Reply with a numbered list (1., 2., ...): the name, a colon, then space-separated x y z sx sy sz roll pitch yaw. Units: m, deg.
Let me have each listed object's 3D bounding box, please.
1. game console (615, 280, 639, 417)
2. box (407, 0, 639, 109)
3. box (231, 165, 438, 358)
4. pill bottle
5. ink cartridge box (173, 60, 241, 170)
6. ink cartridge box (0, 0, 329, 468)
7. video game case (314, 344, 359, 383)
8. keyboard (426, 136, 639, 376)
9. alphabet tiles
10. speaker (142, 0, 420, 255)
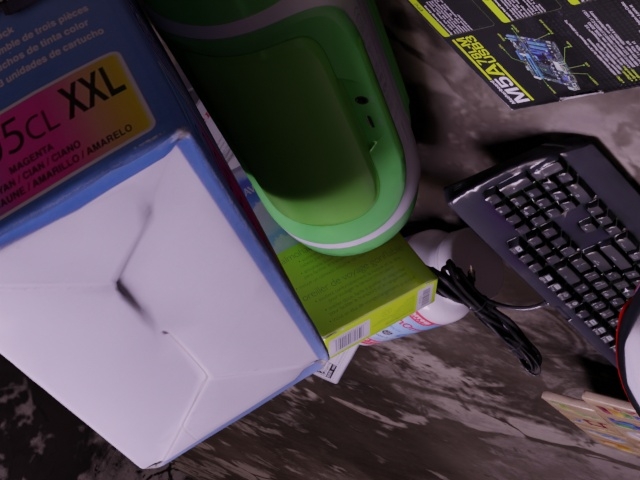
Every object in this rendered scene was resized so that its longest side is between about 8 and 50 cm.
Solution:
1. game console: 0.349 0.041 0.427 0.386 0.060 0.342 32 128 14
2. box: 0.122 -0.152 0.568 0.190 0.045 0.184 38 158 -29
3. box: 0.000 0.000 0.860 0.178 0.109 0.042 53 161 30
4. pill bottle: 0.085 0.040 0.971 0.087 0.087 0.160 37 144 -25
5. ink cartridge box: -0.094 -0.078 0.911 0.056 0.099 0.135 16 156 35
6. ink cartridge box: -0.167 -0.090 0.680 0.395 0.151 0.270 58 177 34
7. video game case: -0.062 0.063 1.248 0.244 0.061 0.269 25 158 2
8. keyboard: 0.205 0.049 0.857 0.201 0.033 0.317 -24 129 36
9. alphabet tiles: 0.387 0.214 1.055 0.285 0.011 0.342 11 165 34
10. speaker: -0.016 -0.108 0.718 0.131 0.131 0.296 16 156 26
